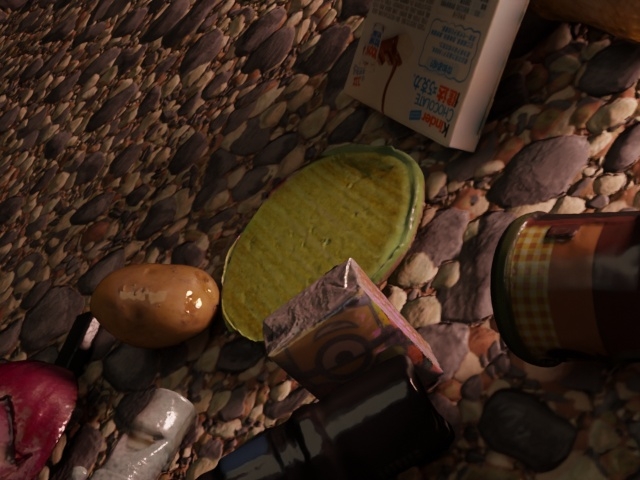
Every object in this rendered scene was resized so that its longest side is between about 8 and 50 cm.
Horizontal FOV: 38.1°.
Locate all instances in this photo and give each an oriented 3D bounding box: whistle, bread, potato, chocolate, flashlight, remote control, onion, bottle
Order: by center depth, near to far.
[{"bbox_3d":[0.271,0.035,0.709,0.271,0.143,0.156,-5,51,41],"label":"bottle"},{"bbox_3d":[-0.085,0.239,0.817,0.424,0.103,0.103,-29,35,-1],"label":"flashlight"},{"bbox_3d":[-0.238,0.309,0.966,0.142,0.134,0.346,-11,37,43],"label":"whistle"},{"bbox_3d":[0.311,-0.302,1.037,0.134,0.134,0.309,-48,36,-5],"label":"chocolate"},{"bbox_3d":[-0.002,0.005,1.103,0.301,0.045,0.301,-29,36,24],"label":"bread"},{"bbox_3d":[-0.209,0.083,1.176,0.178,0.118,0.109,-3,86,27],"label":"potato"},{"bbox_3d":[-0.431,0.248,1.182,0.247,0.111,0.250,-3,51,53],"label":"onion"},{"bbox_3d":[-0.364,0.202,1.279,0.063,0.025,0.245,-19,41,39],"label":"remote control"}]

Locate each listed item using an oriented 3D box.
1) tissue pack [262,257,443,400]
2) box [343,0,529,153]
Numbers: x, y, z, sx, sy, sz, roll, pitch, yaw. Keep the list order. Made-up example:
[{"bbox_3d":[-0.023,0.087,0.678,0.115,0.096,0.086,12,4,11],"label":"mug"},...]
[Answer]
[{"bbox_3d":[0.031,0.104,0.873,0.108,0.148,0.060,-36,34,11],"label":"tissue pack"},{"bbox_3d":[0.142,-0.270,1.134,0.273,0.048,0.265,42,117,55],"label":"box"}]
